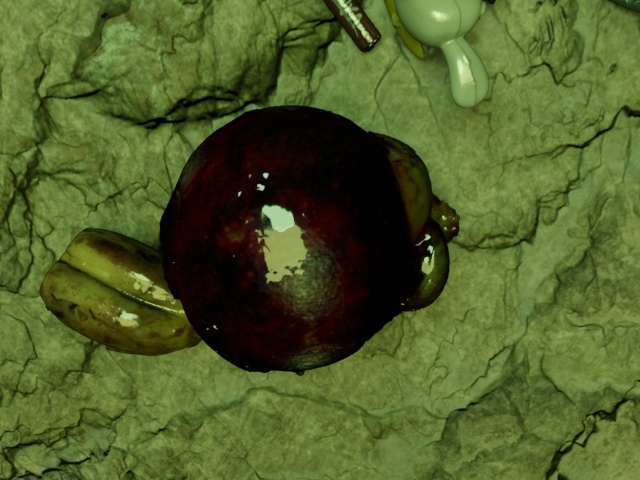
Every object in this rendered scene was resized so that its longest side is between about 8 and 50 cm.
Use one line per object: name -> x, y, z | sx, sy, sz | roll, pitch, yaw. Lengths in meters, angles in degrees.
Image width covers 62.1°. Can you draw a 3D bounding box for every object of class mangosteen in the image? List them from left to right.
mangosteen -> -0.021, -0.003, 0.776 | 0.381, 0.421, 0.380 | 7, 100, 45

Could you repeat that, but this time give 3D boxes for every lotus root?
lotus root -> -0.327, 0.098, 0.912 | 0.291, 0.193, 0.193 | 25, 107, -2

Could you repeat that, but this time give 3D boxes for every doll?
doll -> 0.154, -0.336, 0.717 | 0.111, 0.252, 0.237 | -21, 142, -15

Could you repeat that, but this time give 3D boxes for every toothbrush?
toothbrush -> -0.031, -0.439, 0.796 | 0.041, 0.041, 0.364 | -37, 99, 14

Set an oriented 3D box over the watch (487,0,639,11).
watch -> 0.382, -0.399, 0.614 | 0.327, 0.335, 0.314 | 30, 107, 6
